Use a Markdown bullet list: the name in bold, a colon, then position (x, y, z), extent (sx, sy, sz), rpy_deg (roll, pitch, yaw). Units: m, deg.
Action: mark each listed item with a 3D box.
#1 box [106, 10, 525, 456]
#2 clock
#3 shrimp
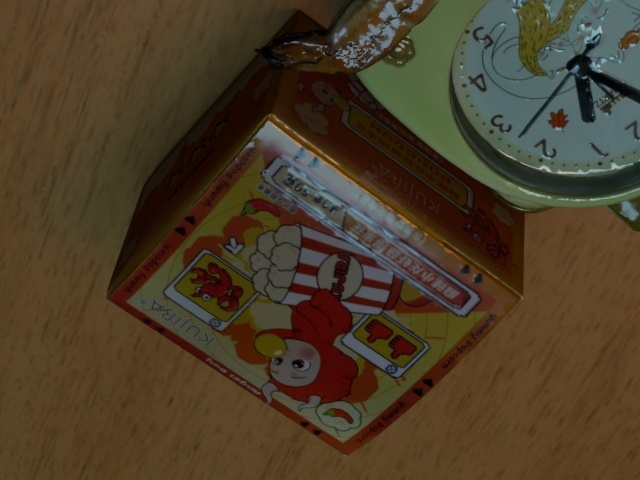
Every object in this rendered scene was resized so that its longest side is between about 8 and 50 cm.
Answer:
- **box**: position (0.000, 0.000, 1.579), extent (0.283, 0.214, 0.259), rpy_deg (34, 123, -17)
- **clock**: position (0.219, -0.163, 1.499), extent (0.286, 0.117, 0.348), rpy_deg (-37, 114, 26)
- **shrimp**: position (-0.025, -0.256, 1.432), extent (0.290, 0.054, 0.222), rpy_deg (26, 107, 16)
